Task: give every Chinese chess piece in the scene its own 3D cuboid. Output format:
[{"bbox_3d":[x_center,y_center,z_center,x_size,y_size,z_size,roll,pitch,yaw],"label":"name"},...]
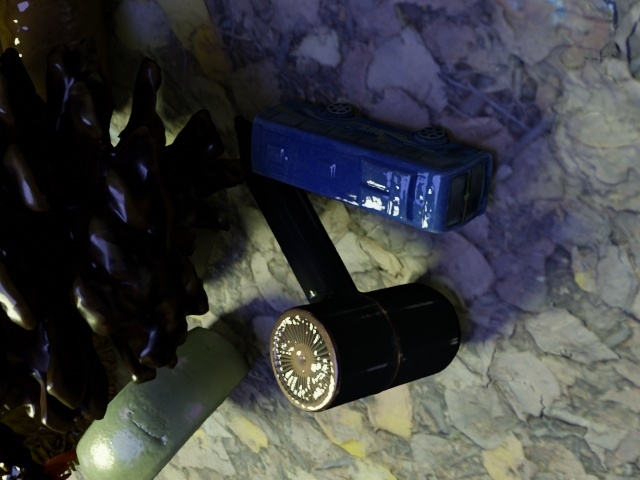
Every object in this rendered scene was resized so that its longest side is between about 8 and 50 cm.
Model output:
[{"bbox_3d":[-0.205,0.226,1.130,0.101,0.250,0.250,43,136,4],"label":"Chinese chess piece"}]

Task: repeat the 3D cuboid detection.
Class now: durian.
[{"bbox_3d":[-0.480,0.235,1.303,0.347,0.347,0.384,34,134,18],"label":"durian"}]

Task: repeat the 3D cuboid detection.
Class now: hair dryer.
[{"bbox_3d":[0.000,0.000,0.918,0.107,0.189,0.352,-48,60,43],"label":"hair dryer"}]

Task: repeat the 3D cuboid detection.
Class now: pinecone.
[{"bbox_3d":[-0.257,-0.026,0.881,0.398,0.398,0.398,21,129,29],"label":"pinecone"}]

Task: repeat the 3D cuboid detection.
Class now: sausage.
[{"bbox_3d":[-0.313,-0.323,0.953,0.136,0.123,0.501,-127,29,-52],"label":"sausage"}]

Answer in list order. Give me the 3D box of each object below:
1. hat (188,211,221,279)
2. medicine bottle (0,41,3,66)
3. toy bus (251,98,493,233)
[{"bbox_3d":[-0.224,0.000,1.097,0.173,0.144,0.166,26,133,-6],"label":"hat"},{"bbox_3d":[-0.441,-0.166,1.163,0.122,0.122,0.212,34,135,18],"label":"medicine bottle"},{"bbox_3d":[0.043,-0.073,0.837,0.236,0.094,0.079,20,129,29],"label":"toy bus"}]
